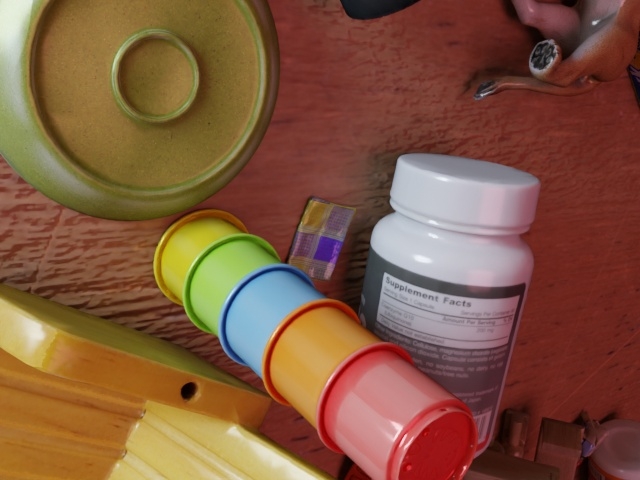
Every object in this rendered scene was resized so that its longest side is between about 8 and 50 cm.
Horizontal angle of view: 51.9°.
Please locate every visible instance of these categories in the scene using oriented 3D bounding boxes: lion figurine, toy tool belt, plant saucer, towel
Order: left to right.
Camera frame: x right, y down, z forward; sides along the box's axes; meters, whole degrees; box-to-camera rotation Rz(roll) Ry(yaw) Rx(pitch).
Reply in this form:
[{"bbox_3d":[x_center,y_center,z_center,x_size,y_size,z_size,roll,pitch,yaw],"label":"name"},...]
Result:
[{"bbox_3d":[-0.127,-0.124,0.493,0.240,0.037,0.241,-14,117,-31],"label":"plant saucer"},{"bbox_3d":[0.000,0.000,0.651,0.060,0.009,0.083,16,99,-39],"label":"towel"},{"bbox_3d":[0.421,0.322,1.065,0.083,0.051,0.052,-51,146,9],"label":"toy tool belt"},{"bbox_3d":[0.326,-0.292,0.697,0.240,0.142,0.392,12,116,-45],"label":"lion figurine"}]

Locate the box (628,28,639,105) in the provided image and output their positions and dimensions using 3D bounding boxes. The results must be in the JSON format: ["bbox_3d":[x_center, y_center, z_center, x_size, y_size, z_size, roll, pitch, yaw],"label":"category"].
[{"bbox_3d":[0.426,-0.228,0.825,0.059,0.054,0.169,-49,128,-9],"label":"box"}]

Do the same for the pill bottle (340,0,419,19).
[{"bbox_3d":[0.019,-0.281,0.473,0.122,0.122,0.219,-40,127,-15],"label":"pill bottle"}]

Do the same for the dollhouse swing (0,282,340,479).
[{"bbox_3d":[-0.153,0.257,0.427,0.315,0.304,0.347,32,82,-44],"label":"dollhouse swing"}]

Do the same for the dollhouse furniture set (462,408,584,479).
[{"bbox_3d":[0.273,0.330,0.896,0.151,0.144,0.123,-44,140,-60],"label":"dollhouse furniture set"}]

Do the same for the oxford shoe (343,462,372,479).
[{"bbox_3d":[0.078,0.353,0.817,0.098,0.096,0.272,-24,128,-49],"label":"oxford shoe"}]

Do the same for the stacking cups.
[{"bbox_3d":[-0.016,0.067,0.472,0.096,0.316,0.096,-16,118,-32],"label":"stacking cups"}]

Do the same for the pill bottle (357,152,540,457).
[{"bbox_3d":[0.121,0.064,0.665,0.161,0.161,0.283,-4,111,-34],"label":"pill bottle"}]

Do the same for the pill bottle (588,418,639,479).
[{"bbox_3d":[0.523,0.421,1.123,0.121,0.121,0.216,-29,123,-22],"label":"pill bottle"}]
